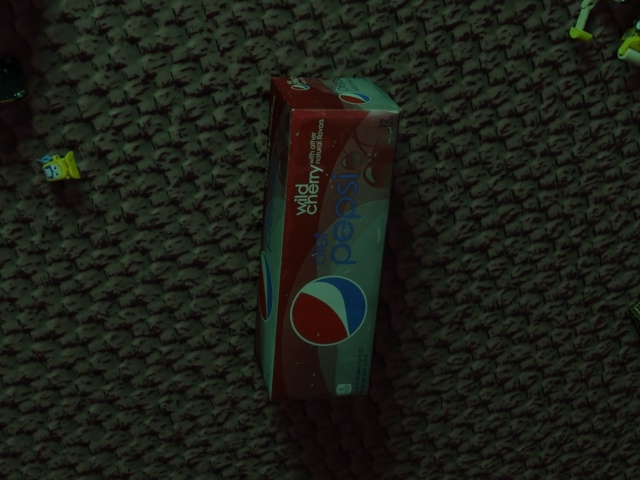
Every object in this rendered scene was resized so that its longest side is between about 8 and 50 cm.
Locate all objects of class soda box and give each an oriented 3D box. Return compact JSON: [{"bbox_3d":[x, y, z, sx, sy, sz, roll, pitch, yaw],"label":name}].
[{"bbox_3d":[0.000,0.000,1.058,0.092,0.083,0.263,-1,115,-14],"label":"soda box"}]

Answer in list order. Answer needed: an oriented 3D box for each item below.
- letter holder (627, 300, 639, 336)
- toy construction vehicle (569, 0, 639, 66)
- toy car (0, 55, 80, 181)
[{"bbox_3d":[0.473,0.091,1.139,0.302,0.214,0.152,-29,118,2],"label":"letter holder"},{"bbox_3d":[0.261,-0.199,1.055,0.086,0.035,0.098,14,115,-31],"label":"toy construction vehicle"},{"bbox_3d":[-0.238,-0.086,0.979,0.041,0.060,0.122,-11,115,28],"label":"toy car"}]
